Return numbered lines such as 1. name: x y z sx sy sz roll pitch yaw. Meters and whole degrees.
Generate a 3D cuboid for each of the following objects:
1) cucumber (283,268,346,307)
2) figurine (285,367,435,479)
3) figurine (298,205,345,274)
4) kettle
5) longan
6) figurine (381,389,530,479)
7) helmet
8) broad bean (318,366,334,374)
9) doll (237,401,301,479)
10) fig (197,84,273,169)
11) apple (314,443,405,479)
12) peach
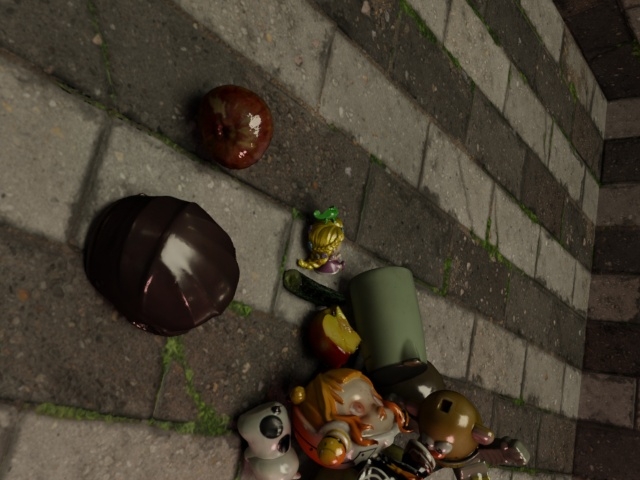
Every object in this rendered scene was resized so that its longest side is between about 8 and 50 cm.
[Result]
1. cucumber: -0.005 0.124 1.468 0.214 0.052 0.058 30 38 -48
2. figurine: 0.066 0.406 1.308 0.196 0.323 0.320 -51 152 22
3. figurine: 0.000 0.000 1.447 0.114 0.095 0.156 -12 118 -29
4. kettle: 0.161 0.222 1.534 0.165 0.240 0.255 1 62 -22
5. longan: 0.231 0.398 1.645 0.196 0.196 0.220 -39 109 -43
6. figurine: 0.301 0.454 1.453 0.167 0.342 0.285 -78 164 -45
7. helmet: -0.239 0.046 1.086 0.305 0.177 0.225 44 56 -40
8. broad bean: 0.023 0.381 1.472 0.114 0.084 0.165 7 80 -57
9. doll: -0.106 0.427 1.299 0.110 0.106 0.181 -18 101 -51
10. fig: -0.169 -0.233 1.234 0.143 0.231 0.160 -20 110 -4
11. apple: 0.121 0.612 1.432 0.254 0.291 0.292 78 34 -53
12. peach: 0.029 0.228 1.460 0.151 0.118 0.151 36 31 -27
